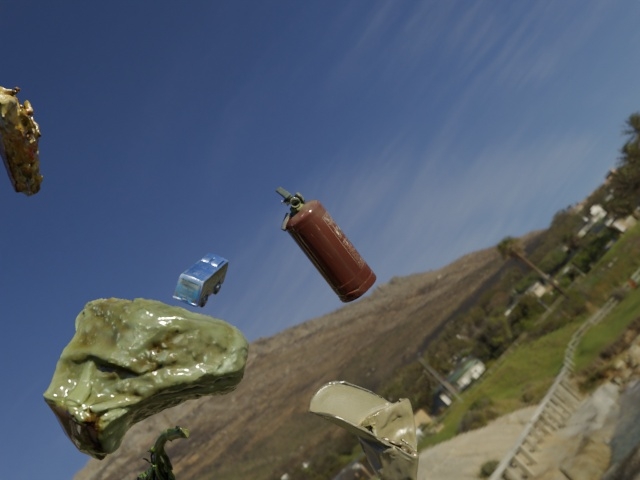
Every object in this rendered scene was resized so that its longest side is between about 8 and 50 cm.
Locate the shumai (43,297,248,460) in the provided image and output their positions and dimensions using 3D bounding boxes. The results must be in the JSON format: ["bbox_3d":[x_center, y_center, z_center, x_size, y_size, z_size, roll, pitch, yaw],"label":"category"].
[{"bbox_3d":[-0.236,0.205,1.001,0.225,0.260,0.222,87,-171,-66],"label":"shumai"}]

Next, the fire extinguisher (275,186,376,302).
[{"bbox_3d":[0.000,0.000,1.453,0.104,0.269,0.105,-36,14,10],"label":"fire extinguisher"}]

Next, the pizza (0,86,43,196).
[{"bbox_3d":[-0.482,-0.176,1.107,0.069,0.147,0.226,-20,-31,-25],"label":"pizza"}]

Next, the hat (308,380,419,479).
[{"bbox_3d":[0.061,0.269,0.975,0.147,0.175,0.085,-62,-7,-73],"label":"hat"}]

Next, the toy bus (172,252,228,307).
[{"bbox_3d":[-0.301,0.102,1.809,0.094,0.079,0.236,-64,-2,17],"label":"toy bus"}]

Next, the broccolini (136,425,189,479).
[{"bbox_3d":[-0.278,0.434,1.319,0.062,0.123,0.271,-45,-11,-45],"label":"broccolini"}]
